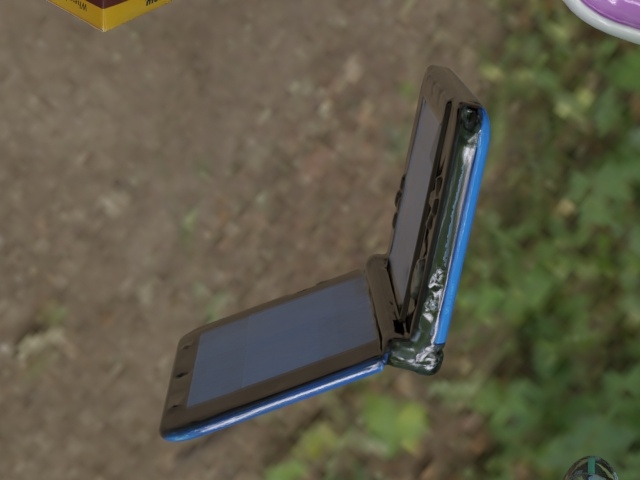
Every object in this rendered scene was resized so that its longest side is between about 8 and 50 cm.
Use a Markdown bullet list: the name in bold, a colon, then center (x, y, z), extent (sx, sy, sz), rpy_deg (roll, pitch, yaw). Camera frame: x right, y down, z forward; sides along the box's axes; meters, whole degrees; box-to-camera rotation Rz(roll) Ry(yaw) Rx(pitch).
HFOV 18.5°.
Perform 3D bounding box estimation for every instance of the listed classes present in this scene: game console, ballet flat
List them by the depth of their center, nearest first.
- **game console**: center (0.000, 0.000, 1.366), extent (0.293, 0.173, 0.250), rpy_deg (-100, -160, -79)
- **ballet flat**: center (0.237, 0.261, 1.743), extent (0.070, 0.070, 0.188), rpy_deg (-37, 147, -34)

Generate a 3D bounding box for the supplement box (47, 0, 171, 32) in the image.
- **supplement box**: center (-0.194, -0.307, 1.592), extent (0.129, 0.191, 0.194), rpy_deg (-31, 140, -40)

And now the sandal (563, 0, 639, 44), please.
- **sandal**: center (0.368, -0.225, 1.399), extent (0.416, 0.169, 0.102), rpy_deg (-2, 177, -13)
